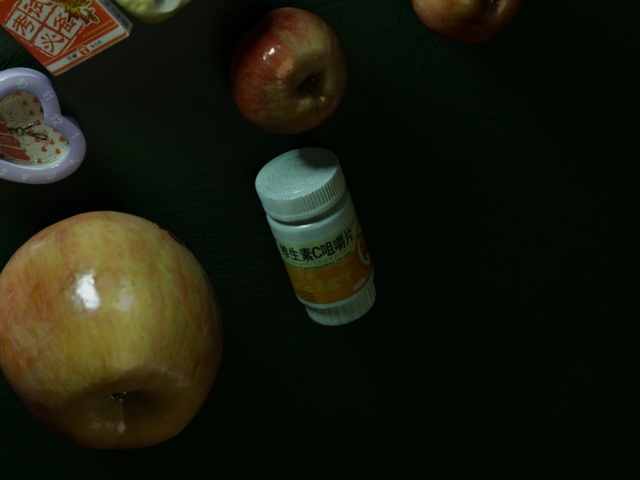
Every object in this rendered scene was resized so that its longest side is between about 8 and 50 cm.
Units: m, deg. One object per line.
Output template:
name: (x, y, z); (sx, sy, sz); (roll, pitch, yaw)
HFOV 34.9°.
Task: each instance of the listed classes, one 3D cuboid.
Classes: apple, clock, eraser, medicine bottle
apple: (-0.350, 0.161, 1.710); (0.391, 0.346, 0.391); (-11, 130, -14)
clock: (-0.478, -0.174, 1.615); (0.172, 0.064, 0.198); (-31, 127, -2)
eraser: (-0.412, -0.358, 1.502); (0.157, 0.038, 0.230); (-21, 132, 26)
medicine bottle: (0.000, 0.000, 1.869); (0.158, 0.158, 0.318); (-25, 128, -7)
apple: (0.250, -0.422, 1.703); (0.201, 0.162, 0.201); (-10, 122, -16)
apple: (-0.053, -0.276, 1.670); (0.209, 0.164, 0.209); (-19, 130, -25)

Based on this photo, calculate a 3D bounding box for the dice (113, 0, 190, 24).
dice: (-0.260, -0.431, 1.477); (0.166, 0.169, 0.169); (-46, 126, 9)
